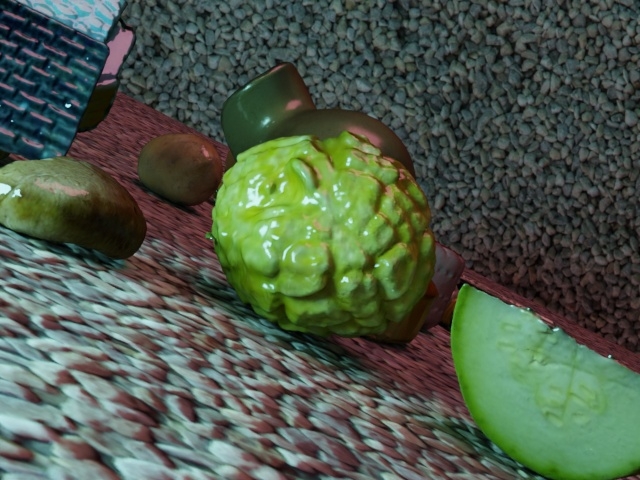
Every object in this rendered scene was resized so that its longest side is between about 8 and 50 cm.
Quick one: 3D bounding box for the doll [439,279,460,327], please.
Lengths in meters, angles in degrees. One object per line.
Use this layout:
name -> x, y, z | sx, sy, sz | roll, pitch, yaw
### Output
doll -> 0.195, 0.087, 2.130 | 0.073, 0.084, 0.127 | -5, 33, -44

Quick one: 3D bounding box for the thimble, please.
thimble -> 0.108, 0.039, 1.946 | 0.189, 0.125, 0.163 | 28, 2, 15

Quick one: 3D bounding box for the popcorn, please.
popcorn -> 0.000, 0.000, 1.396 | 0.237, 0.206, 0.251 | 11, -11, -5

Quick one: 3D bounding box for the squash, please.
squash -> 0.237, 0.152, 1.320 | 0.237, 0.204, 0.155 | 31, 30, 19

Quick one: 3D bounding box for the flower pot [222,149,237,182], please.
flower pot -> -0.080, -0.128, 2.454 | 0.173, 0.191, 0.190 | 16, 4, 6

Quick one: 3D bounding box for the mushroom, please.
mushroom -> -0.214, -0.027, 1.230 | 0.094, 0.072, 0.210 | 40, 11, 30

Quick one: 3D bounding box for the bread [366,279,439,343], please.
bread -> 0.068, 0.059, 1.655 | 0.132, 0.114, 0.190 | 32, 12, 22

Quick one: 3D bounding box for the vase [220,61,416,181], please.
vase -> -0.002, -0.092, 2.206 | 0.302, 0.241, 0.329 | 41, -24, 33

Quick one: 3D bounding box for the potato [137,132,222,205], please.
potato -> -0.199, -0.104, 1.936 | 0.112, 0.112, 0.147 | 23, 0, -43

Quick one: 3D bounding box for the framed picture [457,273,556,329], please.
framed picture -> 0.248, 0.102, 2.223 | 0.273, 0.016, 0.216 | 28, -16, 2

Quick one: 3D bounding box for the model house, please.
model house -> -0.351, -0.156, 1.416 | 0.261, 0.226, 0.241 | 23, 43, -14

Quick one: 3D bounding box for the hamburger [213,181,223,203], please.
hamburger -> -0.136, -0.066, 2.189 | 0.076, 0.044, 0.083 | 31, 9, 37
